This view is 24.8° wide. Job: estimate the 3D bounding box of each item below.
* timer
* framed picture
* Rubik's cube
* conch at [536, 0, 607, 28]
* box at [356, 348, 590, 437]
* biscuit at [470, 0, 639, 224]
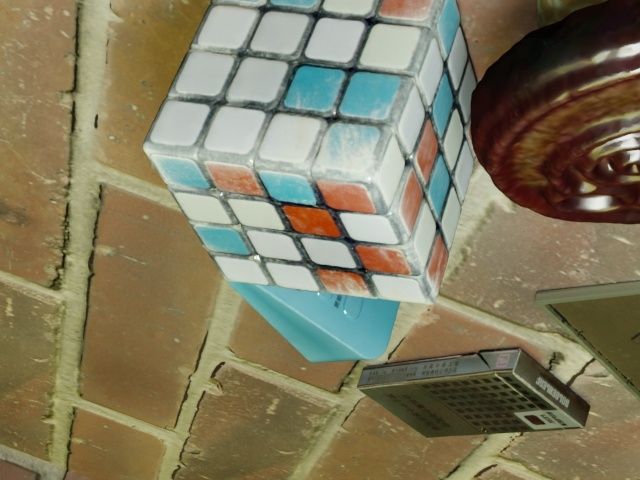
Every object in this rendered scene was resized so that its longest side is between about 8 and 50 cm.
[{"bbox_3d":[0.000,0.000,1.741,0.091,0.232,0.250,-6,145,38],"label":"timer"},{"bbox_3d":[0.448,0.140,1.928,0.211,0.020,0.289,-8,141,43],"label":"framed picture"},{"bbox_3d":[0.007,-0.109,1.504,0.256,0.259,0.253,7,149,22],"label":"Rubik's cube"},{"bbox_3d":[0.257,-0.215,1.324,0.173,0.106,0.116,15,155,-22],"label":"conch"},{"bbox_3d":[0.229,0.239,2.223,0.325,0.047,0.180,-13,139,46],"label":"box"},{"bbox_3d":[0.342,-0.104,1.347,0.407,0.091,0.407,1,159,0],"label":"biscuit"}]
